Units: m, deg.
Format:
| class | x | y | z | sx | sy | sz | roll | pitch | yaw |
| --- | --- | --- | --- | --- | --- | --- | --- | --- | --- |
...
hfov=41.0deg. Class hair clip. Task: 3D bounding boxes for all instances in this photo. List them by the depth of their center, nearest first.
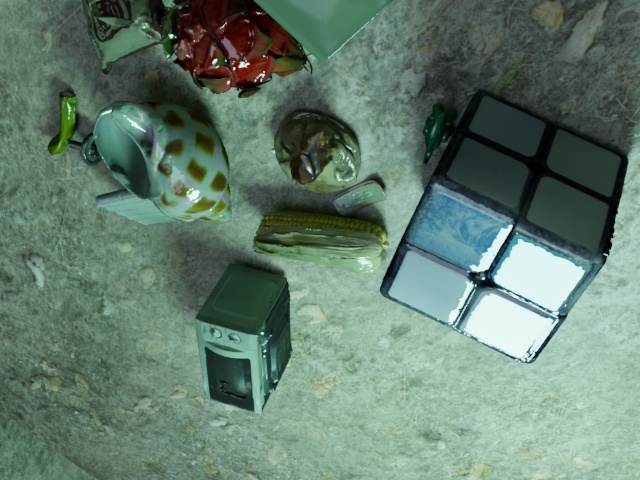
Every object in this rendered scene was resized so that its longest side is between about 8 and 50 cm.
| class | x | y | z | sx | sy | sz | roll | pitch | yaw |
| --- | --- | --- | --- | --- | --- | --- | --- | --- | --- |
| hair clip | 0.085 | -0.090 | 1.831 | 0.137 | 0.022 | 0.054 | -23 | 114 | 41 |

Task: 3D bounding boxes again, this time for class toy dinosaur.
| class | x | y | z | sx | sy | sz | roll | pitch | yaw |
| --- | --- | --- | --- | --- | --- | --- | --- | --- | --- |
| toy dinosaur | 0.214 | -0.200 | 1.610 | 0.059 | 0.096 | 0.132 | 22 | 133 | 10 |

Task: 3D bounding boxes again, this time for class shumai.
| class | x | y | z | sx | sy | sz | roll | pitch | yaw |
| --- | --- | --- | --- | --- | --- | --- | --- | --- | --- |
| shumai | -0.015 | -0.161 | 1.753 | 0.201 | 0.120 | 0.201 | 13 | 131 | 15 |

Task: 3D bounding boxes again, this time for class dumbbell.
| class | x | y | z | sx | sy | sz | roll | pitch | yaw |
| --- | --- | --- | --- | --- | --- | --- | --- | --- | --- |
| dumbbell | -0.483 | -0.202 | 1.987 | 0.254 | 0.110 | 0.110 | 16 | 135 | 24 |

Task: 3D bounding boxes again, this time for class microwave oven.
| class | x | y | z | sx | sy | sz | roll | pitch | yaw |
| --- | --- | --- | --- | --- | --- | --- | --- | --- | --- |
| microwave oven | -0.177 | 0.245 | 2.117 | 0.181 | 0.237 | 0.295 | 14 | 133 | 15 |

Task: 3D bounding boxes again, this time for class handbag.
| class | x | y | z | sx | sy | sz | roll | pitch | yaw |
| --- | --- | --- | --- | --- | --- | --- | --- | --- | --- |
| handbag | -0.384 | -0.459 | 1.681 | 0.235 | 0.127 | 0.213 | -12 | 94 | 34 |

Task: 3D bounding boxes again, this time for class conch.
| class | x | y | z | sx | sy | sz | roll | pitch | yaw |
| --- | --- | --- | --- | --- | --- | --- | --- | --- | --- |
| conch | -0.317 | -0.160 | 1.852 | 0.249 | 0.197 | 0.368 | -9 | 116 | 26 |

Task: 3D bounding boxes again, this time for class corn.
| class | x | y | z | sx | sy | sz | roll | pitch | yaw |
| --- | --- | --- | --- | --- | --- | --- | --- | --- | --- |
| corn | -0.001 | 0.005 | 1.890 | 0.305 | 0.123 | 0.122 | 8 | 134 | 23 |

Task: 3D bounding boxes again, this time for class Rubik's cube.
| class | x | y | z | sx | sy | sz | roll | pitch | yaw |
| --- | --- | --- | --- | --- | --- | --- | --- | --- | --- |
| Rubik's cube | 0.329 | -0.026 | 1.548 | 0.313 | 0.316 | 0.318 | 25 | 135 | 5 |

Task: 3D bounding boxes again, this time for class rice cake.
| class | x | y | z | sx | sy | sz | roll | pitch | yaw |
| --- | --- | --- | --- | --- | --- | --- | --- | --- | --- |
| rice cake | -0.402 | -0.083 | 2.033 | 0.198 | 0.037 | 0.189 | -8 | 157 | 39 |

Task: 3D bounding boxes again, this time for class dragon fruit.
| class | x | y | z | sx | sy | sz | roll | pitch | yaw |
| --- | --- | --- | --- | --- | --- | --- | --- | --- | --- |
| dragon fruit | -0.144 | -0.376 | 1.588 | 0.293 | 0.234 | 0.234 | 9 | 146 | -32 |

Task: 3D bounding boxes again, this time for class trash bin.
| class | x | y | z | sx | sy | sz | roll | pitch | yaw |
| --- | --- | --- | --- | --- | --- | --- | --- | --- | --- |
| trash bin | -0.043 | -0.490 | 1.423 | 0.223 | 0.158 | 0.343 | -35 | 108 | 32 |

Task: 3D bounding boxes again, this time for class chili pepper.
| class | x | y | z | sx | sy | sz | roll | pitch | yaw |
| --- | --- | --- | --- | --- | --- | --- | --- | --- | --- |
| chili pepper | -0.606 | -0.270 | 2.022 | 0.050 | 0.052 | 0.202 | 6 | 140 | -23 |
